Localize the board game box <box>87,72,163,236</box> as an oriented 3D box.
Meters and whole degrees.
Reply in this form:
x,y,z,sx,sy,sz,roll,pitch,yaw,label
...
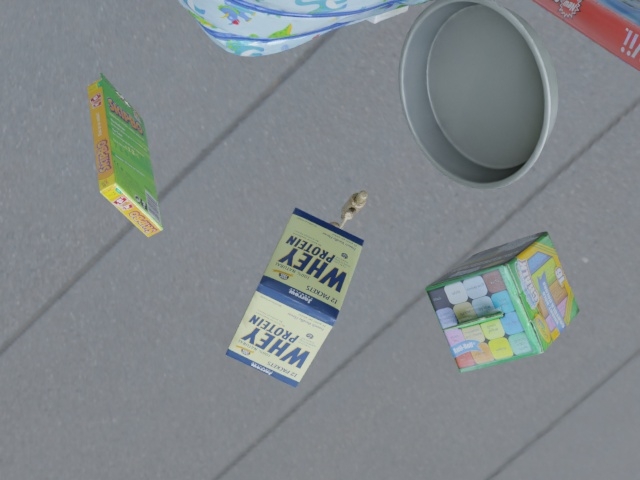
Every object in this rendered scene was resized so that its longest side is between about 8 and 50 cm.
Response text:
x,y,z,sx,sy,sz,roll,pitch,yaw,label
-0.301,-0.137,1.302,0.039,0.260,0.124,-24,141,11,board game box

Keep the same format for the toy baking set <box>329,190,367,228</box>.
x,y,z,sx,sy,sz,roll,pitch,yaw,label
0.005,-0.005,1.582,0.030,0.256,0.197,43,78,1,toy baking set

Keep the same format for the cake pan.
x,y,z,sx,sy,sz,roll,pitch,yaw,label
0.238,-0.224,1.279,0.054,0.293,0.293,-22,124,-34,cake pan

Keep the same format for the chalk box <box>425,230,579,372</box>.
x,y,z,sx,sy,sz,roll,pitch,yaw,label
0.244,0.091,1.165,0.132,0.213,0.132,-20,94,38,chalk box

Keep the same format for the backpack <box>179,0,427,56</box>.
x,y,z,sx,sy,sz,roll,pitch,yaw,label
-0.008,-0.361,0.968,0.355,0.273,0.290,-32,92,-42,backpack

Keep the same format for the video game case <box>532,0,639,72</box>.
x,y,z,sx,sy,sz,roll,pitch,yaw,label
0.221,-0.173,0.584,0.204,0.285,0.025,-3,126,-25,video game case

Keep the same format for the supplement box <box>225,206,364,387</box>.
x,y,z,sx,sy,sz,roll,pitch,yaw,label
-0.018,0.040,0.595,0.056,0.083,0.083,25,132,-2,supplement box

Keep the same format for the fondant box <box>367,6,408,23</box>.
x,y,z,sx,sy,sz,roll,pitch,yaw,label
0.013,-0.531,1.372,0.096,0.330,0.238,-32,145,-40,fondant box
